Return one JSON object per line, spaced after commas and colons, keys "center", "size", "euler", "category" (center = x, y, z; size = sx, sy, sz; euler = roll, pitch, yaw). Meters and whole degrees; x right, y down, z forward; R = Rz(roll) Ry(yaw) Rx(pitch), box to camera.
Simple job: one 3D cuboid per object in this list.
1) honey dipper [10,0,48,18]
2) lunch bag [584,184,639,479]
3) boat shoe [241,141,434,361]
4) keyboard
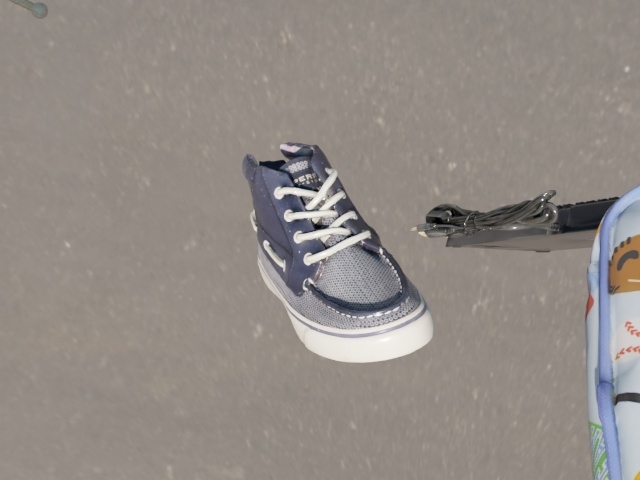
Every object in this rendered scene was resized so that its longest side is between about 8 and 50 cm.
{"center": [-0.353, -0.270, 1.197], "size": [0.030, 0.161, 0.030], "euler": [-18, 63, 40], "category": "honey dipper"}
{"center": [0.223, 0.093, 0.421], "size": [0.243, 0.115, 0.303], "euler": [-4, 45, 14], "category": "lunch bag"}
{"center": [0.000, 0.000, 1.182], "size": [0.127, 0.340, 0.158], "euler": [-21, 112, -18], "category": "boat shoe"}
{"center": [0.204, -0.017, 0.920], "size": [0.202, 0.317, 0.033], "euler": [3, 84, -28], "category": "keyboard"}
